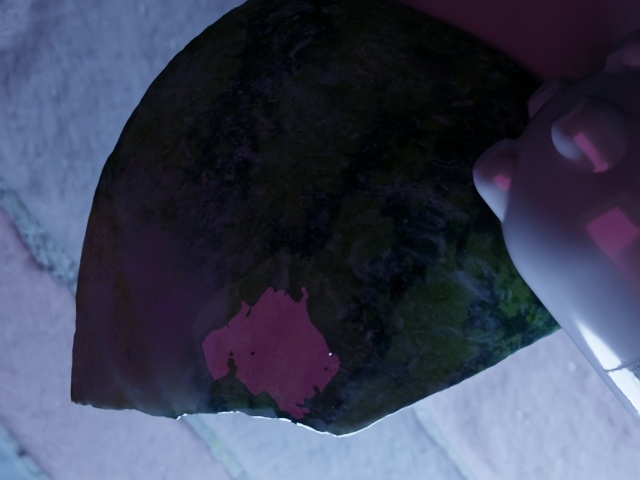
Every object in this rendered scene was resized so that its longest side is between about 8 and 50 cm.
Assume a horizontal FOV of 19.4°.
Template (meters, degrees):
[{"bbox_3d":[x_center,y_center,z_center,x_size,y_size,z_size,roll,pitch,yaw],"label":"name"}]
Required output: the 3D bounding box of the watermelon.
[{"bbox_3d":[0.000,0.000,0.982,0.256,0.260,0.176,46,149,22],"label":"watermelon"}]

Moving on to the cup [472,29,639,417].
[{"bbox_3d":[0.167,-0.022,0.866,0.173,0.134,0.142,-33,102,36],"label":"cup"}]
